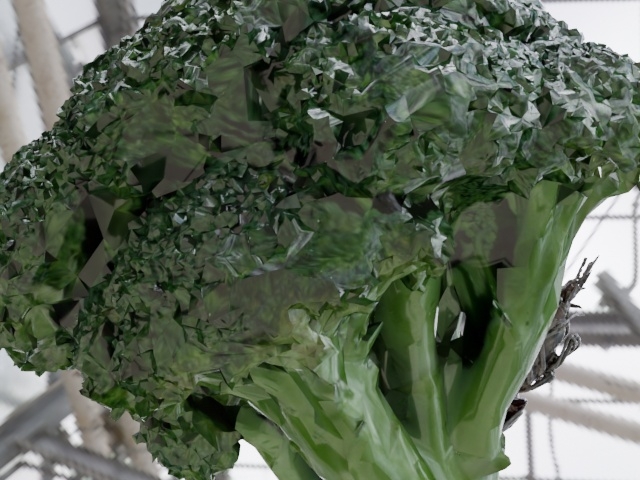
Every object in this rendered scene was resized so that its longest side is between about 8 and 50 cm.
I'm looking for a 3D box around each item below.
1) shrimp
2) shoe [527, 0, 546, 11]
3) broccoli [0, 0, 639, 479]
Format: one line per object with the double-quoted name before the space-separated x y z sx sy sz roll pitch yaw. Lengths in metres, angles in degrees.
"shrimp" 0.168 0.080 0.992 0.065 0.056 0.165 40 -83 -25
"shoe" 0.164 -0.251 1.506 0.195 0.079 0.078 -27 -93 19
"broccoli" 0.000 0.000 0.580 0.308 0.308 0.275 -3 -68 41
